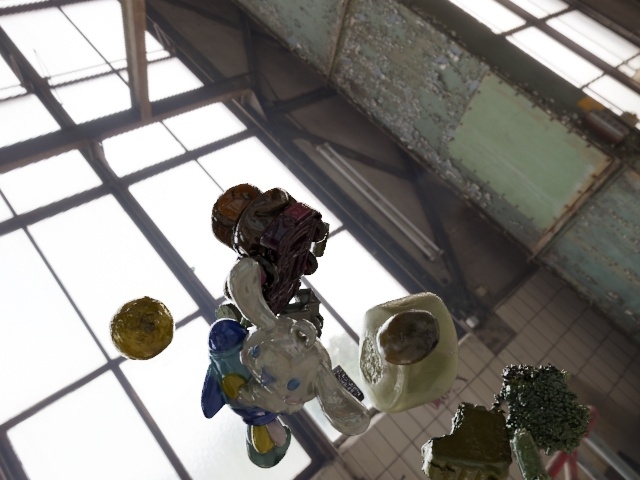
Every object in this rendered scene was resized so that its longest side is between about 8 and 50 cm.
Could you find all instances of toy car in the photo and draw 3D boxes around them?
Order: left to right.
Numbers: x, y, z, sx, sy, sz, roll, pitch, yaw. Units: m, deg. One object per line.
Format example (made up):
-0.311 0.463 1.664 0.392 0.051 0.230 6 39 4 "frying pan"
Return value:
-0.149 0.023 1.197 0.271 0.240 0.341 -40 -27 -51 "toy car"

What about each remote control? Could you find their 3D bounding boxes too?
0.097 0.550 1.870 0.063 0.025 0.245 -38 23 -8 "remote control"

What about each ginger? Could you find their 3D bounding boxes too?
0.622 0.683 1.394 0.089 0.137 0.290 -25 29 17 "ginger"

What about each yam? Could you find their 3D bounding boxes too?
-0.352 0.346 2.313 0.254 0.154 0.154 -5 -41 -39 "yam"
0.000 0.000 1.705 0.054 0.054 0.133 -23 -44 -43 "yam"

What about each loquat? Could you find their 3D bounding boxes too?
0.292 0.317 1.616 0.227 0.179 0.179 -35 -14 29 "loquat"

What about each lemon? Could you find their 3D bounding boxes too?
-0.566 0.279 1.553 0.204 0.204 0.260 -30 5 -31 "lemon"

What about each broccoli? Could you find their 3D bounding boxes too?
0.808 0.620 1.816 0.323 0.335 0.272 -17 -16 14 "broccoli"

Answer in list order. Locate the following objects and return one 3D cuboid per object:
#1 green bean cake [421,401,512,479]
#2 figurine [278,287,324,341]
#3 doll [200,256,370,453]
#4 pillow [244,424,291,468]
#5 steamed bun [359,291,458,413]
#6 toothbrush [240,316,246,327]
0.509 0.738 1.743 0.310 0.284 0.202 -61 -22 -56 "green bean cake"
-0.077 0.350 1.819 0.342 0.167 0.285 -21 -58 -37 "figurine"
-0.121 0.271 0.991 0.186 0.376 0.365 -4 -32 -44 "doll"
-0.155 0.588 1.532 0.086 0.234 0.214 -9 -6 33 "pillow"
0.374 0.459 1.972 0.370 0.289 0.457 -7 -80 -28 "steamed bun"
-0.274 0.313 1.715 0.030 0.030 0.304 -4 -63 -59 "toothbrush"
